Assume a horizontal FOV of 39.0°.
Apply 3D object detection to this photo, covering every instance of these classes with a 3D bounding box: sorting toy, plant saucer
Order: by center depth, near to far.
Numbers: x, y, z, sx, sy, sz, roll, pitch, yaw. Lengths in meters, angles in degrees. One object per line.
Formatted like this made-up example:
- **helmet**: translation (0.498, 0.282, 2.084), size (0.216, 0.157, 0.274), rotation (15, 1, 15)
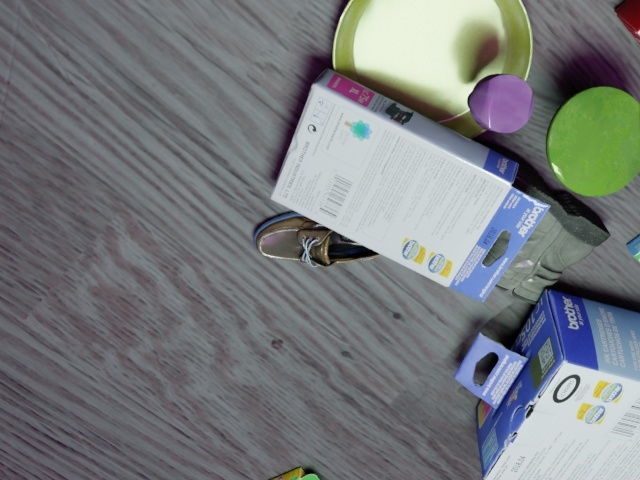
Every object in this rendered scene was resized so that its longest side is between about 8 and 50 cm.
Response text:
- **sorting toy**: translation (0.332, -0.117, 1.100), size (0.365, 0.126, 0.127), rotation (18, 97, -15)
- **plant saucer**: translation (0.135, -0.230, 1.103), size (0.241, 0.037, 0.241), rotation (0, 117, 0)

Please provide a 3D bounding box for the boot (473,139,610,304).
- **boot**: translation (0.248, -0.011, 1.188), size (0.246, 0.083, 0.161), rotation (32, 115, -21)

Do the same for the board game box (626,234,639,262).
- **board game box**: translation (0.550, 0.029, 1.234), size (0.211, 0.039, 0.160), rotation (40, 111, -19)

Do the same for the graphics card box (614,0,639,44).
- **graphics card box**: translation (0.562, -0.212, 1.077), size (0.233, 0.094, 0.371), rotation (-41, 111, 19)

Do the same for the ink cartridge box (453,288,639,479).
- **ink cartridge box**: translation (0.392, 0.234, 1.262), size (0.395, 0.151, 0.270), rotation (14, 128, -9)

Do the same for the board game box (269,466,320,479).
- **board game box**: translation (-0.093, 0.457, 1.471), size (0.259, 0.039, 0.124), rotation (-25, 116, 16)

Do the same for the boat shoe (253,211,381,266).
- **boat shoe**: translation (0.000, 0.000, 1.209), size (0.183, 0.066, 0.066), rotation (-6, 117, 4)

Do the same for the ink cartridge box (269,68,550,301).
- **ink cartridge box**: translation (0.107, -0.063, 1.122), size (0.311, 0.065, 0.186), rotation (28, 130, 4)
